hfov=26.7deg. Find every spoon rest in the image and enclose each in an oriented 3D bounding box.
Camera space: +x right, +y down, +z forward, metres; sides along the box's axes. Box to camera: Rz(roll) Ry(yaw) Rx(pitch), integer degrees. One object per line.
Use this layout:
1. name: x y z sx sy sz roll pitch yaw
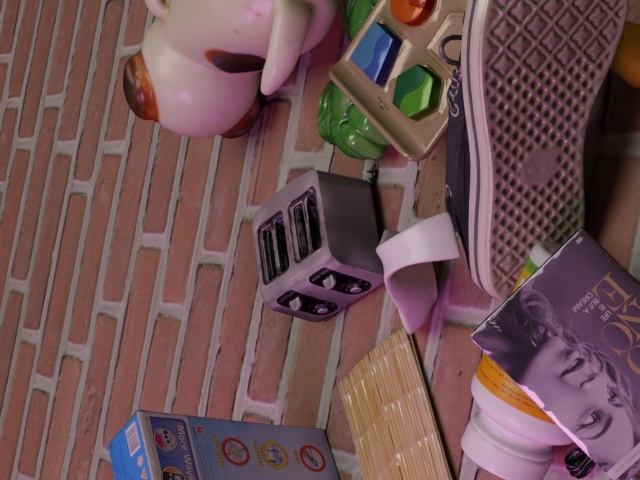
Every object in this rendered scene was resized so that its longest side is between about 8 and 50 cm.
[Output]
1. spoon rest: 0.105 0.034 1.658 0.276 0.084 0.137 107 151 -73

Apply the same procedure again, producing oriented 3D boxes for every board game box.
1. board game box: -0.097 0.380 1.730 0.086 0.302 0.308 -48 45 35

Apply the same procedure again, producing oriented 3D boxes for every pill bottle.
1. pill bottle: 0.248 0.137 1.478 0.136 0.136 0.246 40 112 50

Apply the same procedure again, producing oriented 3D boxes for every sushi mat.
1. sushi mat: 0.104 0.281 1.728 0.151 0.019 0.317 -45 47 38

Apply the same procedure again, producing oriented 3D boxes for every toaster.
1. toaster: 0.000 0.000 1.872 0.168 0.110 0.186 -33 55 43

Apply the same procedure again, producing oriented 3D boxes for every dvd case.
1. dvd case: 0.288 0.121 1.383 0.221 0.018 0.164 45 106 3

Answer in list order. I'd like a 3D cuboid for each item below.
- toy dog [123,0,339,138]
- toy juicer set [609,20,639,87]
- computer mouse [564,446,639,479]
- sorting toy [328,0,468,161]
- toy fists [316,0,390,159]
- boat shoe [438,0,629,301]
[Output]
1. toy dog: -0.124 -0.320 2.023 0.408 0.284 0.395 -46 53 45
2. toy juicer set: 0.422 -0.193 1.382 0.209 0.089 0.329 -56 30 21
3. computer mouse: 0.318 0.285 1.421 0.106 0.042 0.193 -41 49 38
4. sorting toy: 0.149 -0.216 1.685 0.229 0.041 0.307 -53 52 18
5. toy fists: 0.077 -0.250 1.854 0.142 0.096 0.279 13 90 52
6. boat shoe: 0.220 -0.172 1.482 0.156 0.186 0.500 -123 29 -56
